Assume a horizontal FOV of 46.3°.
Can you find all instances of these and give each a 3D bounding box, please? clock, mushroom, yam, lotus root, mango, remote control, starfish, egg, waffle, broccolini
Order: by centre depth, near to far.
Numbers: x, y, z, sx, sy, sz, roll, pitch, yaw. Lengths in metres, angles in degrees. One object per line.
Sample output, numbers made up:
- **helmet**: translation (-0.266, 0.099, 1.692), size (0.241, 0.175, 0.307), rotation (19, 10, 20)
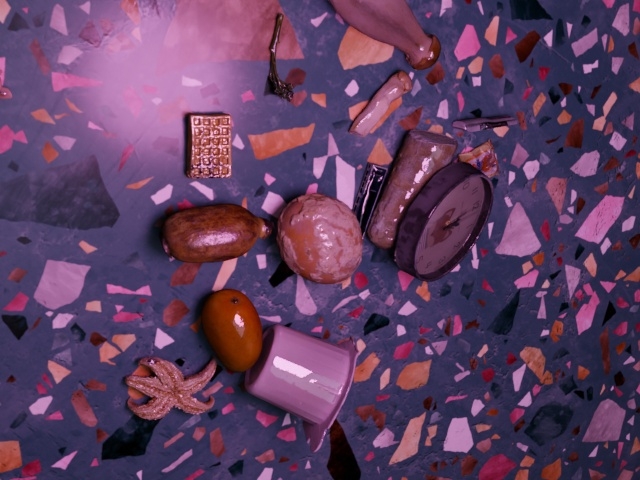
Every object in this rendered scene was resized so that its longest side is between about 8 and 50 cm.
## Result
- **waffle**: translation (-0.248, -0.210, 1.670), size (0.103, 0.042, 0.147), rotation (-4, 108, -24)
- **lotus root**: translation (-0.231, -0.016, 1.680), size (0.261, 0.145, 0.128), rotation (-10, 116, -20)
- **broccolini**: translation (-0.094, -0.408, 1.684), size (0.052, 0.054, 0.194), rotation (-8, 108, -3)
- **mushroom**: translation (0.142, -0.512, 1.711), size (0.350, 0.128, 0.128), rotation (30, 92, -32)
- **mango**: translation (-0.203, 0.218, 1.764), size (0.120, 0.152, 0.221), rotation (-30, 115, -36)
- **egg**: translation (0.000, 0.000, 1.767), size (0.203, 0.203, 0.245), rotation (-40, 125, -9)
- **starfish**: translation (-0.344, 0.352, 1.791), size (0.216, 0.071, 0.238), rotation (-46, 126, 0)
- **mushroom**: translation (0.147, -0.328, 1.817), size (0.202, 0.054, 0.059), rotation (-47, 121, 0)
- **yam**: translation (0.218, -0.130, 1.874), size (0.133, 0.133, 0.330), rotation (24, 98, -29)
- **clock**: translation (0.317, -0.042, 1.899), size (0.325, 0.067, 0.325), rotation (-32, 141, -31)
- **remote control**: translation (0.429, -0.307, 1.947), size (0.166, 0.065, 0.029), rotation (-12, 109, -21)

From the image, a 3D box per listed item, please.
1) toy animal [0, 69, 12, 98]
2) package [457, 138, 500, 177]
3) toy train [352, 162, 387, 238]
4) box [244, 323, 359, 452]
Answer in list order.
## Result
- **toy animal**: translation (-0.656, -0.328, 1.417), size (0.084, 0.089, 0.150), rotation (-25, 106, -13)
- **package**: translation (0.423, -0.202, 1.996), size (0.121, 0.031, 0.107), rotation (-27, 115, -15)
- **toy train**: translation (0.111, -0.090, 1.875), size (0.043, 0.047, 0.207), rotation (14, 100, -24)
- **box**: translation (-0.067, 0.342, 1.817), size (0.207, 0.262, 0.291), rotation (26, 58, -13)
